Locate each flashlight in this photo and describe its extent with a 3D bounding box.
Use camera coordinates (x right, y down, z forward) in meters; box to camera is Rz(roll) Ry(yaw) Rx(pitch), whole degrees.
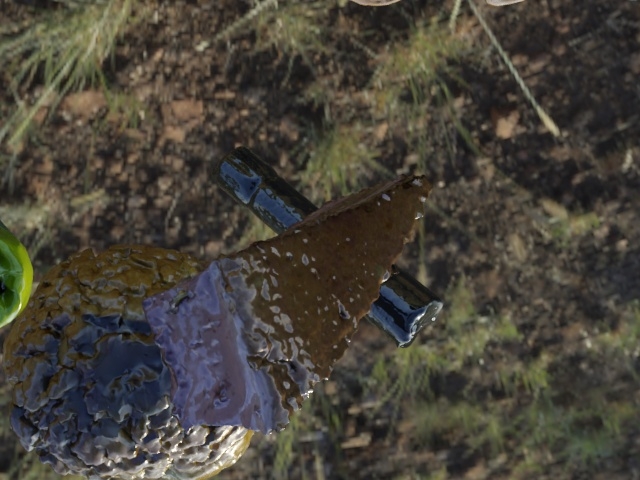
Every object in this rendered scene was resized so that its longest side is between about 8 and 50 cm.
[{"bbox_3d":[0.000,0.000,1.780,0.103,0.424,0.103,-43,160,-20],"label":"flashlight"}]

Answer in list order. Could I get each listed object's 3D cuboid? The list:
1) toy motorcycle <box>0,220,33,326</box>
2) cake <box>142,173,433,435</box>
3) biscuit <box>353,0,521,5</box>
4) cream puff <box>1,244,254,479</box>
[{"bbox_3d":[-0.377,-0.042,0.901,0.326,0.191,0.200,7,101,5],"label":"toy motorcycle"},{"bbox_3d":[-0.018,0.017,0.856,0.116,0.295,0.112,-16,108,36],"label":"cake"},{"bbox_3d":[0.143,-0.356,1.100,0.312,0.057,0.351,12,133,-15],"label":"biscuit"},{"bbox_3d":[-0.223,0.166,1.467,0.343,0.231,0.327,47,75,-5],"label":"cream puff"}]
